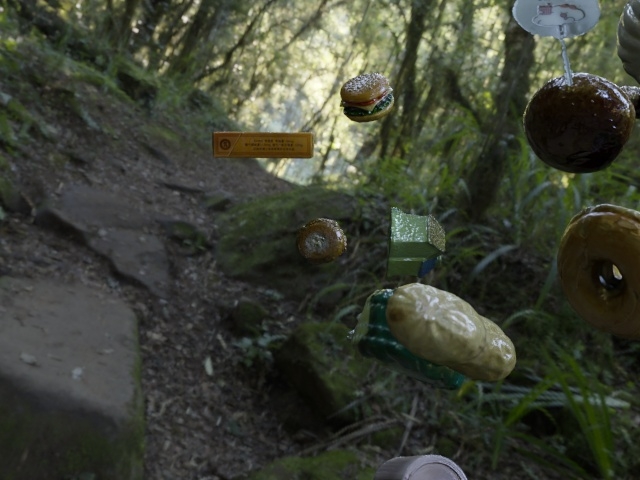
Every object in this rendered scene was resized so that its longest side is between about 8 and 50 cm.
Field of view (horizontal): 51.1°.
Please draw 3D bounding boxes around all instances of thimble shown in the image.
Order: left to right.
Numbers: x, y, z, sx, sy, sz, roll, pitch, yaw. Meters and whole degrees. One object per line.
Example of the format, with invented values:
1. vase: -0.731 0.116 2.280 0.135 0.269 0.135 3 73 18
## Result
1. thimble: 0.204 0.221 1.506 0.288 0.167 0.254 8 -19 42

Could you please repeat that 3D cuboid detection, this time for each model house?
1. model house: 0.317 0.016 2.245 0.189 0.214 0.195 6 45 5

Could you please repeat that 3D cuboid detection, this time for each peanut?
1. peanut: 0.256 0.184 1.269 0.319 0.147 0.147 32 -2 -29

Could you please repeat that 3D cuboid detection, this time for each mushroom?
1. mushroom: 0.796 -0.381 1.983 0.334 0.356 0.331 30 -3 24

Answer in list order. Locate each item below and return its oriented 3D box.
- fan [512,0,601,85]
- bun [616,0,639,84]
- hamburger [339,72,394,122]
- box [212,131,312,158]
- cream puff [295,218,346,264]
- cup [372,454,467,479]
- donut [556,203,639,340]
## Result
1. fan: 0.528 -0.458 1.475 0.191 0.329 0.009 -2 -32 7
2. bun: 0.731 -0.408 1.352 0.263 0.263 0.175 23 38 16
3. hamburger: 0.131 -0.411 1.927 0.162 0.162 0.115 25 -36 43
4. box: -0.156 -0.271 1.900 0.274 0.076 0.174 1 7 1
5. cream puff: 0.001 0.003 1.863 0.144 0.126 0.103 -14 -2 7
6. cup: 0.301 0.736 1.876 0.288 0.208 0.273 52 -21 11
7. donut: 0.912 0.101 2.038 0.198 0.448 0.449 -23 27 -27
